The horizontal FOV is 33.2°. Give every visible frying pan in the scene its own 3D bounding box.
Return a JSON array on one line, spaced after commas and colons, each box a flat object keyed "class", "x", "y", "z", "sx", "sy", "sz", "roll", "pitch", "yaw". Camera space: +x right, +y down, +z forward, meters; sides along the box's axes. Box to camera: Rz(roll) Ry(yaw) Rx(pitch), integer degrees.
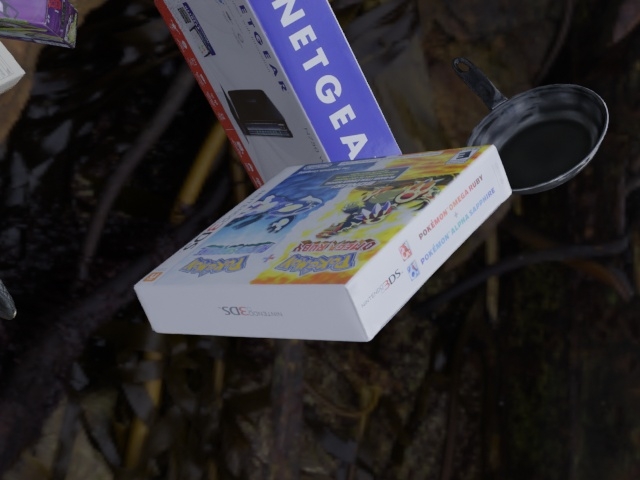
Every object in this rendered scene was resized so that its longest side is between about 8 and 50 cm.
[{"class": "frying pan", "x": 0.246, "y": -0.148, "z": 1.465, "sx": 0.197, "sy": 0.326, "sz": 0.053, "roll": -47, "pitch": 128, "yaw": -16}]

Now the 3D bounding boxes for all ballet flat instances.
[{"class": "ballet flat", "x": -0.551, "y": 0.070, "z": 1.803, "sx": 0.173, "sy": 0.057, "sz": 0.049, "roll": 75, "pitch": 22, "yaw": -43}]

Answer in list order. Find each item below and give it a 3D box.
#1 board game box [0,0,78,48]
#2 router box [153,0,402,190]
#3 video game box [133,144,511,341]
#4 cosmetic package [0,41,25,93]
[{"class": "board game box", "x": -0.426, "y": -0.243, "z": 1.052, "sx": 0.208, "sy": 0.347, "sz": 0.056, "roll": -123, "pitch": -139, "yaw": -80}, {"class": "router box", "x": -0.043, "y": -0.165, "z": 1.251, "sx": 0.082, "sy": 0.301, "sz": 0.335, "roll": -33, "pitch": 107, "yaw": -17}, {"class": "video game box", "x": 0.000, "y": 0.000, "z": 0.750, "sx": 0.187, "sy": 0.205, "sz": 0.048, "roll": -44, "pitch": 119, "yaw": -40}, {"class": "cosmetic package", "x": -0.432, "y": -0.202, "z": 1.334, "sx": 0.060, "sy": 0.041, "sz": 0.115, "roll": 53, "pitch": 40, "yaw": -4}]
